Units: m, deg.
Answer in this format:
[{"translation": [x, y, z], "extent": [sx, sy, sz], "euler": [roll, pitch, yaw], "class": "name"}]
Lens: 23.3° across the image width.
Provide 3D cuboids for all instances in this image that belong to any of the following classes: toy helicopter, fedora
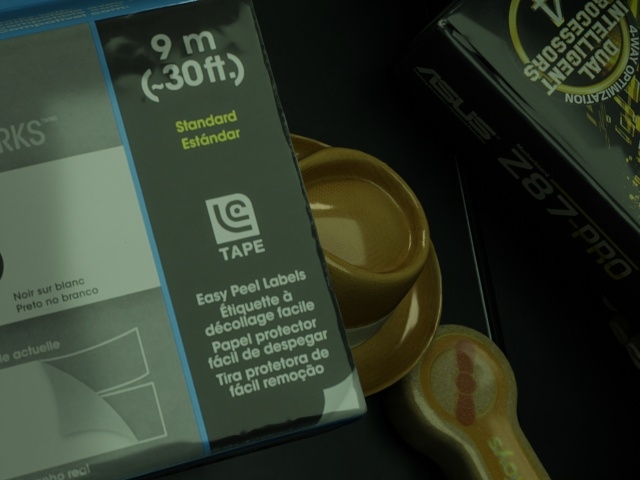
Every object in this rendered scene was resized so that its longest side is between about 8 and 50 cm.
[{"translation": [0.129, 0.218, 0.931], "extent": [0.235, 0.140, 0.355], "euler": [-22, 76, -27], "class": "toy helicopter"}, {"translation": [0.000, 0.000, 0.909], "extent": [0.194, 0.079, 0.194], "euler": [14, 57, -23], "class": "fedora"}]

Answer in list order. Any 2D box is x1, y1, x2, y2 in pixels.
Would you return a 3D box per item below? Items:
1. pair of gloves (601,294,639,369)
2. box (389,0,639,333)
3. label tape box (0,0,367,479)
[{"translation": [0.314, 0.083, 1.124], "extent": [0.204, 0.042, 0.240], "euler": [-26, 89, -36], "class": "pair of gloves"}, {"translation": [0.286, -0.137, 1.096], "extent": [0.318, 0.097, 0.395], "euler": [47, 63, -4], "class": "box"}, {"translation": [-0.143, -0.037, 0.784], "extent": [0.240, 0.106, 0.334], "euler": [-14, 82, -15], "class": "label tape box"}]
